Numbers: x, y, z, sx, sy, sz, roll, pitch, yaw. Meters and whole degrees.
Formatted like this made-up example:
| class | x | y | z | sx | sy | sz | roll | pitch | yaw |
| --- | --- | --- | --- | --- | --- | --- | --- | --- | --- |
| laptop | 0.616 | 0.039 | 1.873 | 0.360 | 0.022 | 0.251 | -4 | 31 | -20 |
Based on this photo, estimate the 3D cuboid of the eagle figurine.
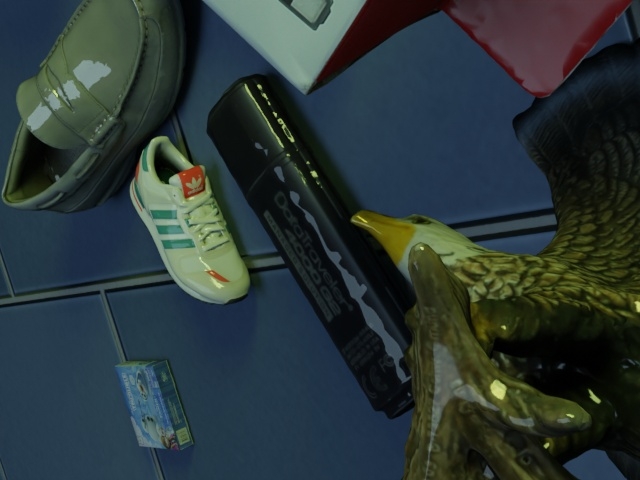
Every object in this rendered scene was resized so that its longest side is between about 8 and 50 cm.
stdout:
| class | x | y | z | sx | sy | sz | roll | pitch | yaw |
| --- | --- | --- | --- | --- | --- | --- | --- | --- | --- |
| eagle figurine | 0.119 | 0.032 | 0.542 | 0.226 | 0.298 | 0.225 | -36 | 82 | 36 |

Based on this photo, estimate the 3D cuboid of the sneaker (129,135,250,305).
| class | x | y | z | sx | sy | sz | roll | pitch | yaw |
| --- | --- | --- | --- | --- | --- | --- | --- | --- | --- |
| sneaker | -0.110 | -0.019 | 1.007 | 0.161 | 0.057 | 0.075 | 54 | 148 | 25 |

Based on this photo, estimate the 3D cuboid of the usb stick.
| class | x | y | z | sx | sy | sz | roll | pitch | yaw |
| --- | --- | --- | --- | --- | --- | --- | --- | --- | --- |
| usb stick | 0.000 | 0.000 | 0.882 | 0.278 | 0.045 | 0.077 | 58 | 136 | 16 |

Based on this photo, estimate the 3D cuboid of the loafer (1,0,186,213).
| class | x | y | z | sx | sy | sz | roll | pitch | yaw |
| --- | --- | --- | --- | --- | --- | --- | --- | --- | --- |
| loafer | -0.204 | -0.119 | 1.035 | 0.112 | 0.111 | 0.319 | 56 | 143 | 18 |

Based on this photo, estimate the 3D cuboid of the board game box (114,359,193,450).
| class | x | y | z | sx | sy | sz | roll | pitch | yaw |
| --- | --- | --- | --- | --- | --- | --- | --- | --- | --- |
| board game box | -0.171 | 0.167 | 1.214 | 0.090 | 0.020 | 0.090 | -10 | 99 | 56 |

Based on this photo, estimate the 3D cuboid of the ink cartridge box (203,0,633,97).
| class | x | y | z | sx | sy | sz | roll | pitch | yaw |
| --- | --- | --- | --- | --- | --- | --- | --- | --- | --- |
| ink cartridge box | 0.047 | -0.220 | 0.444 | 0.272 | 0.130 | 0.309 | 43 | 133 | 8 |
